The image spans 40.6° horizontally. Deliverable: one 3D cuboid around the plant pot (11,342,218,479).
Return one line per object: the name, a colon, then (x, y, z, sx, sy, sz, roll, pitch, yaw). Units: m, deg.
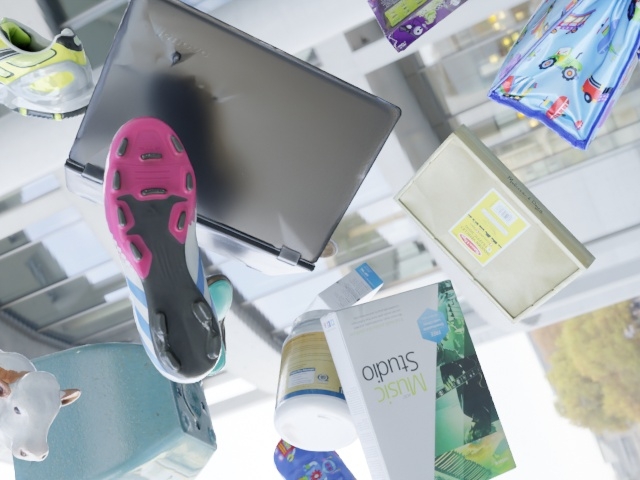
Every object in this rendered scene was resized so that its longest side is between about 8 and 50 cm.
plant pot: (-0.312, 0.295, 1.374, 0.248, 0.252, 0.247, 56, -168, -61)

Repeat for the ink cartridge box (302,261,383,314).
ink cartridge box: (0.031, 0.127, 1.719, 0.180, 0.104, 0.060, -32, -105, -37)

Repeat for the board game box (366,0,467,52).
board game box: (0.245, -0.479, 1.503, 0.056, 0.347, 0.208, 45, -162, -32)

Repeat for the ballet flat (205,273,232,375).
ballet flat: (-0.227, 0.145, 1.638, 0.096, 0.095, 0.280, 49, 145, 34)

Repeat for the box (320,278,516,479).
box: (0.155, 0.239, 1.349, 0.232, 0.058, 0.321, -14, -99, -30)

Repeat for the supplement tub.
supplement tub: (0.003, 0.228, 1.425, 0.144, 0.144, 0.199, 53, -150, -38)

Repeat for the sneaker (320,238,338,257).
sneaker: (0.000, 0.000, 1.498, 0.067, 0.118, 0.042, -18, -69, -44)

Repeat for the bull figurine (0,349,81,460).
bull figurine: (-0.383, 0.158, 0.861, 0.310, 0.188, 0.101, 29, -173, 22)

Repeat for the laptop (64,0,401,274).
laptop: (-0.154, -0.128, 1.290, 0.382, 0.236, 0.408, 24, 170, -13)

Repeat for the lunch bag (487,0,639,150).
lunch bag: (0.329, -0.283, 0.942, 0.138, 0.293, 0.221, 31, -122, 6)

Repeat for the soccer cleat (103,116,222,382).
soccer cleat: (-0.207, 0.017, 1.083, 0.143, 0.116, 0.331, 168, 91, -67)

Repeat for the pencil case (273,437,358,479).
pencil case: (0.020, 0.494, 1.726, 0.306, 0.133, 0.119, 42, 168, 48)

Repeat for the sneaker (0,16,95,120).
sneaker: (-0.563, -0.312, 1.479, 0.145, 0.385, 0.147, -68, -15, -62)

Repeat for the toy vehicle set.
toy vehicle set: (0.246, -0.020, 1.259, 0.267, 0.166, 0.035, 47, -134, 5)
